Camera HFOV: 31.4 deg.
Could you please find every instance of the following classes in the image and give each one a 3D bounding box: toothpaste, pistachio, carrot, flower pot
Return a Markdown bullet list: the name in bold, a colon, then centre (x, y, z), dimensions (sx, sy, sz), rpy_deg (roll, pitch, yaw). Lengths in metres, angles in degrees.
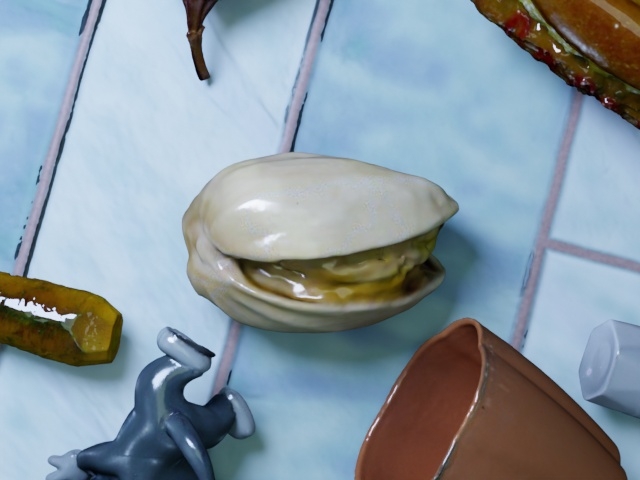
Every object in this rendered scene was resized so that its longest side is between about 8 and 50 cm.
- **toothpaste**: centre (0.413, 0.151, 1.005), dimensions (0.371, 0.080, 0.125), rpy_deg (17, 82, -10)
- **pistachio**: centre (0.000, 0.000, 0.953), dimensions (0.230, 0.157, 0.157), rpy_deg (0, 86, -9)
- **carrot**: centre (-0.325, 0.047, 0.967), dimensions (0.314, 0.066, 0.066), rpy_deg (12, 85, 1)
- **flower pot**: centre (0.147, 0.183, 0.933), dimensions (0.173, 0.190, 0.190), rpy_deg (29, 85, -13)

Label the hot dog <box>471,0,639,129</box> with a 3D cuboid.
- **hot dog**: centre (0.282, -0.214, 0.955), dimensions (0.405, 0.185, 0.223), rpy_deg (30, 83, -1)

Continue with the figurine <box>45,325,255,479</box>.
- **figurine**: centre (-0.124, 0.212, 0.929), dimensions (0.193, 0.140, 0.265), rpy_deg (21, 109, -19)

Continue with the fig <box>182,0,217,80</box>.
- **fig**: centre (-0.102, -0.244, 0.969), dimensions (0.146, 0.134, 0.201), rpy_deg (21, 94, 7)
